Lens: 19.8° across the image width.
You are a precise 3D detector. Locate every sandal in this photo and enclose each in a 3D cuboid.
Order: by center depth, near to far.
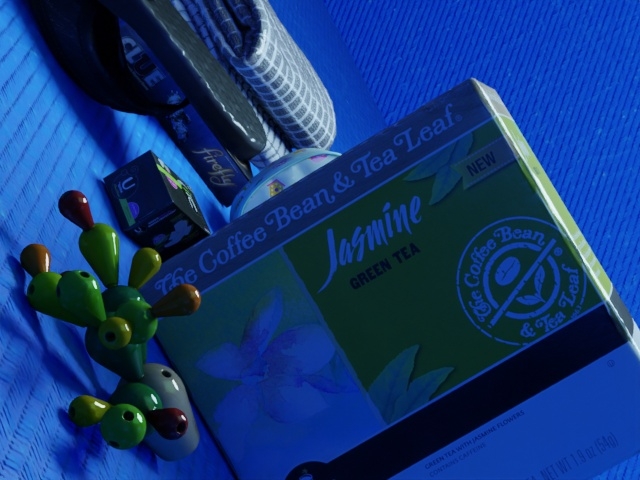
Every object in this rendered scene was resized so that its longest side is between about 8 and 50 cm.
[{"bbox_3d":[-0.223,-0.228,1.697,0.446,0.107,0.167,47,10,1],"label":"sandal"}]

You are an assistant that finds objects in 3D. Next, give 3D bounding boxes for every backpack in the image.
[{"bbox_3d":[0.000,0.000,1.893,0.188,0.166,0.144,56,0,-4],"label":"backpack"}]

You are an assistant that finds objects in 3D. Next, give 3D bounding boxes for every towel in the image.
[{"bbox_3d":[-0.099,-0.234,1.974,0.283,0.121,0.235,64,9,29],"label":"towel"}]

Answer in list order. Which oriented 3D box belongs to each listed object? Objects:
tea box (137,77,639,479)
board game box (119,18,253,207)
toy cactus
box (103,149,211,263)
[{"bbox_3d":[0.077,0.085,1.524,0.323,0.329,0.220,59,9,4],"label":"tea box"},{"bbox_3d":[-0.158,-0.170,1.972,0.243,0.042,0.165,54,10,-32],"label":"board game box"},{"bbox_3d":[-0.124,0.076,1.249,0.219,0.112,0.180,57,-6,50],"label":"toy cactus"},{"bbox_3d":[-0.140,-0.028,1.586,0.062,0.052,0.083,64,9,30],"label":"box"}]
